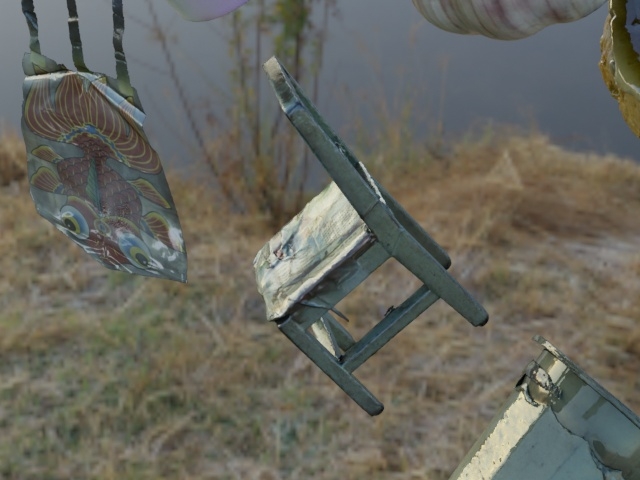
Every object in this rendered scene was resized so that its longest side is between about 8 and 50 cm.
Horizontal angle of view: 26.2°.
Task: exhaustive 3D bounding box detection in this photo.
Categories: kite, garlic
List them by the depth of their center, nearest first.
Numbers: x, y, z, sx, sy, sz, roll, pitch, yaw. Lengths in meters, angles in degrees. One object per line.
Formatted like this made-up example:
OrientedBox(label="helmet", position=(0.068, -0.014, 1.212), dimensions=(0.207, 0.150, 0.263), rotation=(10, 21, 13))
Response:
OrientedBox(label="kite", position=(-0.118, -0.079, 0.702), dimensions=(0.127, 0.229, 0.016), rotation=(23, 43, 28))
OrientedBox(label="garlic", position=(0.152, -0.303, 1.207), dimensions=(0.245, 0.253, 0.245), rotation=(-26, 43, 27))

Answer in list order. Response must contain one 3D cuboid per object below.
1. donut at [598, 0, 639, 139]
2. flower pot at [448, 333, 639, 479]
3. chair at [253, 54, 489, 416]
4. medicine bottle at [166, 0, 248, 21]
OrientedBox(label="donut", position=(0.424, -0.156, 1.316), dimensions=(0.330, 0.160, 0.330), rotation=(0, 61, 0))
OrientedBox(label="flower pot", position=(0.217, 0.227, 1.270), dimensions=(0.202, 0.212, 0.212), rotation=(-49, 46, -3))
OrientedBox(label="chair", position=(0.000, 0.000, 1.173), dimensions=(0.147, 0.270, 0.136), rotation=(-40, 27, 8))
OrientedBox(label="medicine bottle", position=(-0.139, -0.316, 1.127), dimensions=(0.152, 0.254, 0.152), rotation=(-26, 38, 23))
